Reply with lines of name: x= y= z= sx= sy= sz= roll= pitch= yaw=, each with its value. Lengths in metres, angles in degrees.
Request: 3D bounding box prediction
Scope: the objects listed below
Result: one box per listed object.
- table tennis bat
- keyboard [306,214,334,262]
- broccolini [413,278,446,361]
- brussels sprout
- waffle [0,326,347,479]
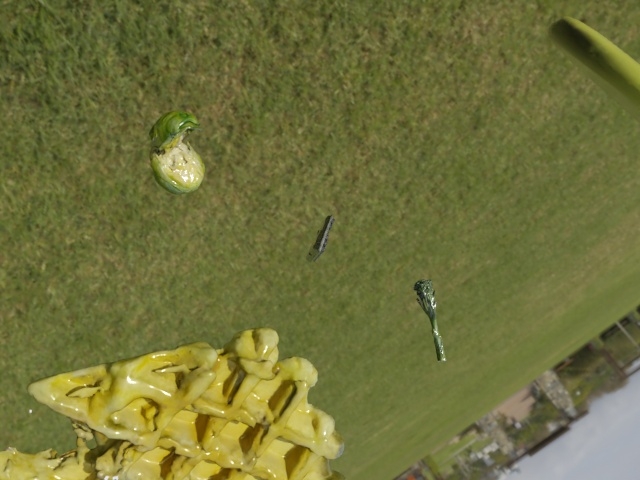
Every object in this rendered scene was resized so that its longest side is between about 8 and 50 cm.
table tennis bat: x=0.316 y=-0.071 z=0.541 sx=0.368 sy=0.224 sz=0.054 roll=23 pitch=119 yaw=-37
keyboard: x=0.000 y=0.000 z=0.844 sx=0.129 sy=0.015 sz=0.049 roll=124 pitch=-9 yaw=-80
broccolini: x=0.180 y=0.132 z=1.083 sx=0.035 sy=0.140 sz=0.030 roll=-11 pitch=179 yaw=16
brussels sprout: x=-0.125 y=-0.079 z=0.572 sx=0.046 sy=0.050 sz=0.083 roll=-63 pitch=169 yaw=-45
waffle: x=-0.108 y=0.186 z=0.481 sx=0.261 sy=0.056 sz=0.250 roll=-14 pitch=116 yaw=-10
